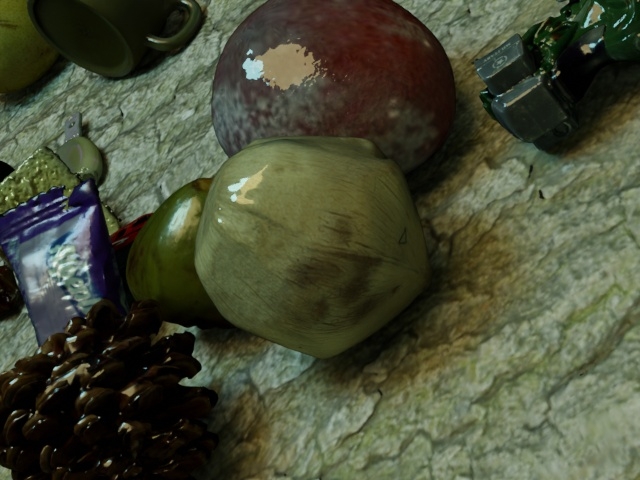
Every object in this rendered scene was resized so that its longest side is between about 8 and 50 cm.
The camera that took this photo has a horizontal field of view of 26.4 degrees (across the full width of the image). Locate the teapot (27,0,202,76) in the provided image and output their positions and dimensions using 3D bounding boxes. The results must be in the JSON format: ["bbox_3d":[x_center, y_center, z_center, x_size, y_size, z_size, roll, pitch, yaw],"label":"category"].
[{"bbox_3d":[-0.292,-0.353,1.969,0.268,0.185,0.175,23,66,15],"label":"teapot"}]

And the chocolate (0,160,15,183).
[{"bbox_3d":[-0.478,-0.050,1.890,0.133,0.127,0.124,-13,79,47],"label":"chocolate"}]

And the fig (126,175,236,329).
[{"bbox_3d":[-0.119,0.016,1.407,0.154,0.165,0.144,36,44,29],"label":"fig"}]

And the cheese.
[{"bbox_3d":[-0.344,-0.121,1.898,0.097,0.037,0.192,-33,35,15],"label":"cheese"}]

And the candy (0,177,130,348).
[{"bbox_3d":[-0.270,0.075,1.493,0.145,0.070,0.275,-22,78,19],"label":"candy"}]

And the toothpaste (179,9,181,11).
[{"bbox_3d":[-0.196,-0.376,2.029,0.020,0.017,0.083,-18,42,38],"label":"toothpaste"}]

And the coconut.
[{"bbox_3d":[0.000,0.000,1.257,0.224,0.224,0.224,-28,37,24],"label":"coconut"}]

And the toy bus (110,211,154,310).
[{"bbox_3d":[-0.213,0.026,1.566,0.195,0.081,0.089,-31,26,23],"label":"toy bus"}]

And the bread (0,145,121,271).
[{"bbox_3d":[-0.347,-0.025,1.706,0.147,0.152,0.127,-46,41,-5],"label":"bread"}]

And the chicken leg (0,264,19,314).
[{"bbox_3d":[-0.494,0.047,1.840,0.093,0.113,0.304,-21,26,-39],"label":"chicken leg"}]

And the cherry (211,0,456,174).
[{"bbox_3d":[0.002,-0.156,1.407,0.285,0.213,0.236,18,78,42],"label":"cherry"}]

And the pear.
[{"bbox_3d":[-0.505,-0.339,2.164,0.209,0.209,0.208,-28,37,24],"label":"pear"}]

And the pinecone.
[{"bbox_3d":[-0.194,0.174,1.288,0.221,0.221,0.221,-28,37,24],"label":"pinecone"}]

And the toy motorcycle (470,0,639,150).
[{"bbox_3d":[0.266,-0.182,1.240,0.275,0.125,0.187,-35,25,19],"label":"toy motorcycle"}]
